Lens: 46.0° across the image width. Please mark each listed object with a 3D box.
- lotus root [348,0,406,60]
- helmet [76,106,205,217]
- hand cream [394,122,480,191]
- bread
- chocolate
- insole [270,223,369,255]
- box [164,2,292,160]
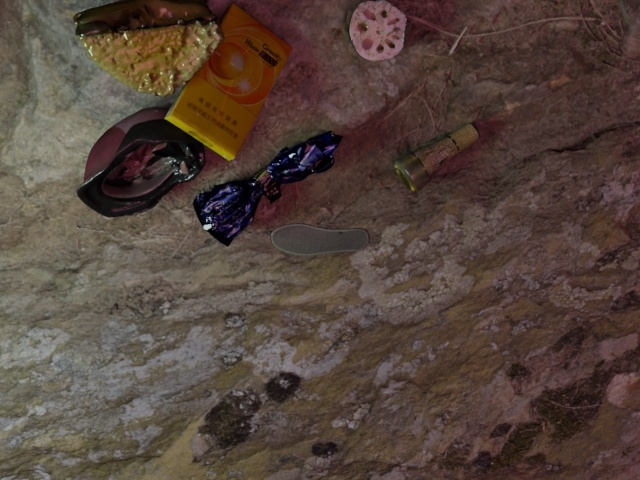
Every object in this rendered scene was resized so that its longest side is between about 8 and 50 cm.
[{"bbox_3d":[0.108,-0.426,1.518,0.112,0.081,0.122,2,113,-12],"label":"lotus root"},{"bbox_3d":[-0.357,-0.170,1.488,0.253,0.154,0.198,-19,155,6],"label":"helmet"},{"bbox_3d":[0.263,-0.194,1.666,0.203,0.084,0.084,-35,117,-4],"label":"hand cream"},{"bbox_3d":[-0.314,-0.369,1.389,0.262,0.204,0.162,-6,126,-14],"label":"bread"},{"bbox_3d":[-0.101,-0.130,1.590,0.343,0.126,0.148,-35,155,1],"label":"chocolate"},{"bbox_3d":[0.000,0.000,1.725,0.232,0.003,0.080,2,113,-14],"label":"insole"},{"bbox_3d":[-0.172,-0.307,1.457,0.152,0.043,0.269,32,72,-25],"label":"box"}]
